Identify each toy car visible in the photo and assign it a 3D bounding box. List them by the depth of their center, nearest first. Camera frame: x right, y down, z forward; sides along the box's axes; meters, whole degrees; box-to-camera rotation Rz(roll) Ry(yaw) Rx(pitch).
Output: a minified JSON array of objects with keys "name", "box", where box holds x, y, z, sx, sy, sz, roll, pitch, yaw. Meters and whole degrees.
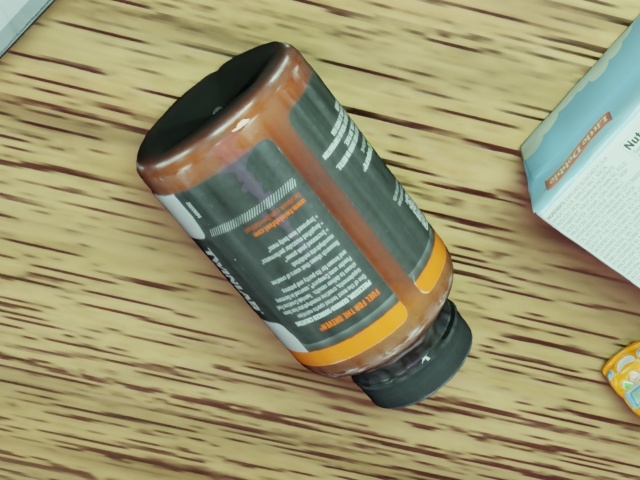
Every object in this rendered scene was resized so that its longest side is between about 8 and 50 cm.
[{"name":"toy car","box":[0.233,0.077,0.702,0.122,0.040,0.060,-24,116,15]}]

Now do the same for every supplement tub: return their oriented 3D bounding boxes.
[{"name":"supplement tub","box":[0.000,0.000,0.632,0.106,0.106,0.198,-31,113,18]}]

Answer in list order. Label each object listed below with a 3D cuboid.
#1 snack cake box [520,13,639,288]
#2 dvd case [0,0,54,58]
[{"name":"snack cake box","box":[0.242,-0.084,0.585,0.152,0.089,0.264,34,115,-14]},{"name":"dvd case","box":[-0.221,-0.198,0.574,0.179,0.029,0.239,-40,111,21]}]
